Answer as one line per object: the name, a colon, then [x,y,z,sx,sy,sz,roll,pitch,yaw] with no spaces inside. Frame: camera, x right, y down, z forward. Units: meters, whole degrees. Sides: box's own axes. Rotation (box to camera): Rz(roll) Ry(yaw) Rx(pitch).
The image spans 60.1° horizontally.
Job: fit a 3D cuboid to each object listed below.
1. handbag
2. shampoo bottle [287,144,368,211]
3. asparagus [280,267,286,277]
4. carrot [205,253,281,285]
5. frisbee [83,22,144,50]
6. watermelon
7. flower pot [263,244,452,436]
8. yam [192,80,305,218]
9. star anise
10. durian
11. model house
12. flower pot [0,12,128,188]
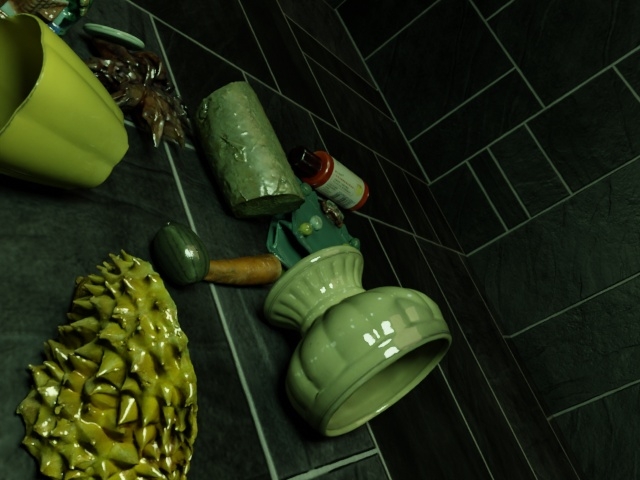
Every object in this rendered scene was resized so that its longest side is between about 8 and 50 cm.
handbag: [0.003,-0.001,1.289,0.269,0.100,0.274,45,27,-22]
shampoo bottle: [0.017,-0.177,1.533,0.278,0.104,0.104,29,36,-46]
asparagus: [-0.041,0.106,1.158,0.236,0.027,0.034,44,6,-27]
carrot: [-0.155,0.053,0.987,0.210,0.061,0.061,2,57,-56]
frisbee: [-0.385,-0.376,1.031,0.110,0.110,0.014,10,94,-59]
watermelon: [-0.220,0.020,0.868,0.110,0.078,0.078,53,23,8]
flower pot: [0.052,0.159,0.970,0.244,0.307,0.307,53,20,27]
yam: [-0.151,-0.171,1.127,0.161,0.161,0.268,-8,73,-64]
star anise: [-0.318,-0.284,1.033,0.272,0.102,0.272,42,23,-23]
durian: [-0.212,0.131,0.613,0.185,0.196,0.305,10,53,-50]
model house: [-0.446,-0.363,0.871,0.119,0.148,0.148,43,39,-37]
flower pot: [-0.361,-0.160,0.721,0.179,0.195,0.195,40,26,-60]
